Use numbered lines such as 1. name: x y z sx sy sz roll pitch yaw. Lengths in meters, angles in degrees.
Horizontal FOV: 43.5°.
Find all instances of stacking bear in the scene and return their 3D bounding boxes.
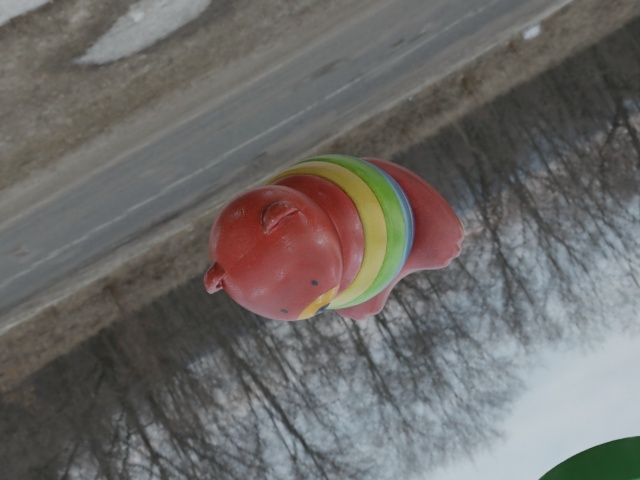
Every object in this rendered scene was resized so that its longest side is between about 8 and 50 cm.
1. stacking bear: 0.000 0.000 0.760 0.175 0.164 0.289 -37 171 22

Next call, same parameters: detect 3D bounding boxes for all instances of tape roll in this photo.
1. tape roll: 0.479 0.444 1.287 0.321 0.321 0.077 -30 -142 12
